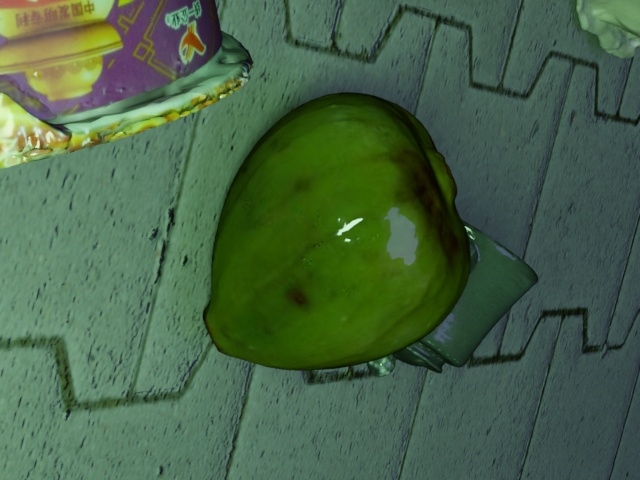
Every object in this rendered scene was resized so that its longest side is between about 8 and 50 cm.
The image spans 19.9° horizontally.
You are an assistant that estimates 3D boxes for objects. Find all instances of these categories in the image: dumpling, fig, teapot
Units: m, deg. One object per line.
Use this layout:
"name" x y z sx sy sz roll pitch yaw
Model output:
"dumpling" 0.343 -0.260 1.938 0.151 0.124 0.229 -30 156 1
"fig" 0.000 0.000 1.388 0.225 0.203 0.203 -31 155 12
"teapot" 0.086 0.055 1.607 0.149 0.162 0.239 -60 -178 -5

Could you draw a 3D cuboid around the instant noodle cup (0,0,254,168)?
"instant noodle cup" -0.196 -0.187 0.749 0.340 0.340 0.266 -29 122 -54
